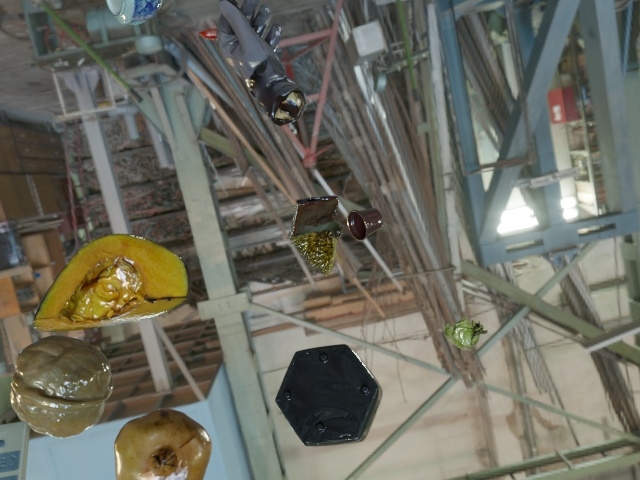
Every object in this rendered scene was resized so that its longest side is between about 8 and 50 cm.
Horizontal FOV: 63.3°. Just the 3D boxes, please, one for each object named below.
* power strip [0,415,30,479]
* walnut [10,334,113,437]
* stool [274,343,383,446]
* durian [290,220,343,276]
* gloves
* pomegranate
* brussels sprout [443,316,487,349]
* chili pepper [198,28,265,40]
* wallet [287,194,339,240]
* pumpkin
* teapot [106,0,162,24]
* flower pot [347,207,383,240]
[{"bbox_3d":[-0.676,0.541,1.075,0.106,0.367,0.043,-4,140,-18],"label":"power strip"},{"bbox_3d":[-0.769,0.437,1.559,0.285,0.296,0.285,16,-173,-2],"label":"walnut"},{"bbox_3d":[0.023,0.345,1.155,0.232,0.232,0.141,-12,159,6],"label":"stool"},{"bbox_3d":[0.000,0.000,1.389,0.139,0.144,0.252,-53,177,2],"label":"durian"},{"bbox_3d":[-0.116,-0.336,0.940,0.119,0.285,0.142,-23,157,10],"label":"gloves"},{"bbox_3d":[-0.345,0.471,1.124,0.209,0.209,0.209,-12,-173,2],"label":"pomegranate"},{"bbox_3d":[0.291,0.188,1.033,0.085,0.058,0.085,-19,155,-9],"label":"brussels sprout"},{"bbox_3d":[-0.222,-0.528,1.353,0.191,0.050,0.059,3,-155,-5],"label":"chili pepper"},{"bbox_3d":[-0.021,-0.063,1.566,0.137,0.031,0.255,-4,156,-11],"label":"wallet"},{"bbox_3d":[-0.459,0.092,1.114,0.312,0.169,0.148,-6,158,-38],"label":"pumpkin"},{"bbox_3d":[-0.475,-0.648,1.362,0.159,0.158,0.232,-18,172,-39],"label":"teapot"},{"bbox_3d":[0.156,-0.061,1.737,0.089,0.111,0.111,-18,-171,-28],"label":"flower pot"}]
